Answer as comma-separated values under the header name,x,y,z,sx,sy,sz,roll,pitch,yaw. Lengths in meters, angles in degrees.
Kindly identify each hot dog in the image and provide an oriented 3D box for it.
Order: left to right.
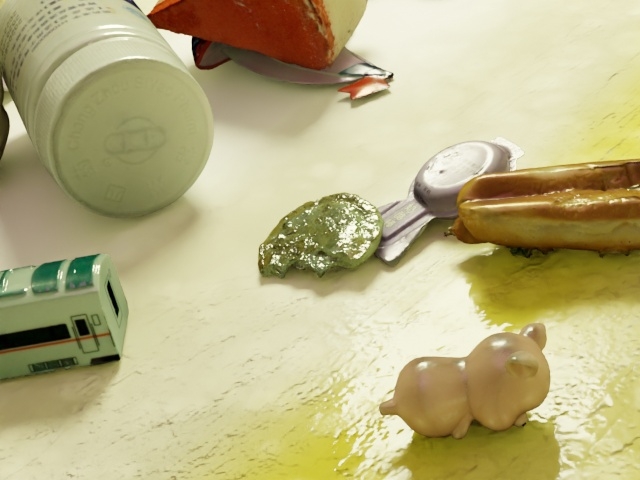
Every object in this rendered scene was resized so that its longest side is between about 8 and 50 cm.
name,x,y,z,sx,sy,sz,roll,pitch,yaw
hot dog,0.248,-0.029,1.213,0.270,0.072,0.109,-4,33,11

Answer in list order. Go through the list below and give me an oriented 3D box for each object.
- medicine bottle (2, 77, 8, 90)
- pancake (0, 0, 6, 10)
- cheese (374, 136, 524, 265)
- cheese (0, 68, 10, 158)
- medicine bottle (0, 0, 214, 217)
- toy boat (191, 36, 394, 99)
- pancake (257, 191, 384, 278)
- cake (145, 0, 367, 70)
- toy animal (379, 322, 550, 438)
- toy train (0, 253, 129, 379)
name,x,y,z,sx,sy,sz,roll,pitch,yaw
medicine bottle,-0.494,-0.239,1.756,0.203,0.083,0.083,3,37,26
pancake,-0.464,-0.379,1.912,0.387,0.082,0.387,-3,26,1
cheese,0.120,-0.047,1.305,0.191,0.042,0.105,-32,37,-11
cheese,-0.519,-0.170,1.507,0.318,0.326,0.115,-39,26,34
medicine bottle,-0.255,-0.175,1.487,0.190,0.190,0.332,-21,35,-12
toy boat,-0.050,-0.242,1.648,0.219,0.072,0.318,-16,43,-9
pancake,0.001,-0.005,1.288,0.129,0.022,0.116,2,43,30
cake,-0.064,-0.292,1.623,0.262,0.159,0.158,-13,33,42
toy animal,0.118,0.116,1.034,0.150,0.089,0.083,-21,37,4
toy train,-0.391,0.091,1.236,0.407,0.088,0.086,-10,34,6
